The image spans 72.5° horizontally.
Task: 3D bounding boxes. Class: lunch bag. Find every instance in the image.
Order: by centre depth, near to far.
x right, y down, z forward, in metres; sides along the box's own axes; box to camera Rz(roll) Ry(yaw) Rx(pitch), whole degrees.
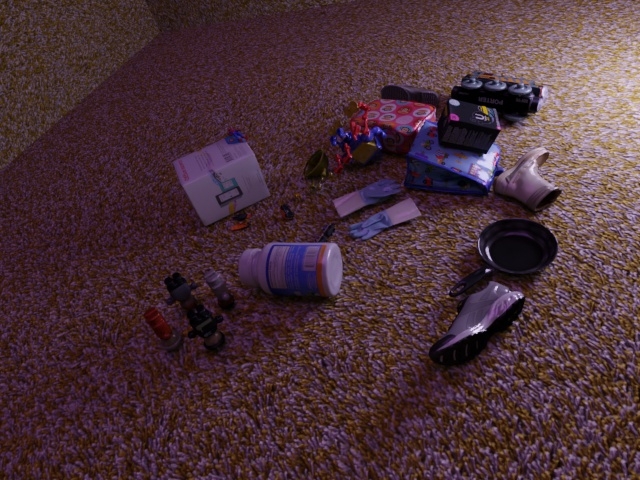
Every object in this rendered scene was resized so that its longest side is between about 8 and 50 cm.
[{"bbox_3d":[0.450,-0.262,1.433,0.293,0.138,0.221,16,50,19],"label":"lunch bag"},{"bbox_3d":[0.285,-0.453,1.666,0.293,0.120,0.258,22,56,35],"label":"lunch bag"}]

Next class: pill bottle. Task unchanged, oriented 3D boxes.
[{"bbox_3d":[-0.086,0.081,1.241,0.272,0.152,0.152,0,47,19],"label":"pill bottle"}]

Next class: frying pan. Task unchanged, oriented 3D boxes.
[{"bbox_3d":[0.490,0.063,1.138,0.197,0.053,0.326,17,56,32],"label":"frying pan"}]

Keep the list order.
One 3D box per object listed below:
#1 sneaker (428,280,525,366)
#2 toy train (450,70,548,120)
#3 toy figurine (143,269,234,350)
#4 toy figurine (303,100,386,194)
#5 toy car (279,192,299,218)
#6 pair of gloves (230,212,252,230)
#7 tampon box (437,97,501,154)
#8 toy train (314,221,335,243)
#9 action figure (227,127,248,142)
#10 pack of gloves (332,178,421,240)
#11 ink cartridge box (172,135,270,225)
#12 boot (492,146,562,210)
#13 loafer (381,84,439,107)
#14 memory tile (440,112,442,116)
[{"bbox_3d":[0.352,0.193,1.023,0.272,0.100,0.108,-32,45,-19],"label":"sneaker"},{"bbox_3d":[0.666,-0.547,1.629,0.334,0.142,0.190,22,47,34],"label":"toy train"},{"bbox_3d":[-0.356,0.199,1.229,0.213,0.148,0.209,-7,39,15],"label":"toy figurine"},{"bbox_3d":[0.125,-0.299,1.569,0.362,0.217,0.191,-45,47,38],"label":"toy figurine"},{"bbox_3d":[-0.102,-0.113,1.535,0.040,0.060,0.122,-40,3,44],"label":"toy car"},{"bbox_3d":[-0.282,-0.069,1.556,0.074,0.010,0.083,-10,44,9],"label":"pair of gloves"},{"bbox_3d":[0.467,-0.363,1.389,0.161,0.101,0.120,11,50,-4],"label":"tampon box"},{"bbox_3d":[0.000,0.000,1.383,0.036,0.027,0.158,7,49,39],"label":"toy train"},{"bbox_3d":[-0.307,-0.388,1.586,0.038,0.030,0.115,-40,46,-18],"label":"action figure"},{"bbox_3d":[0.180,-0.096,1.419,0.232,0.046,0.195,-23,55,0],"label":"pack of gloves"},{"bbox_3d":[-0.363,-0.226,1.603,0.270,0.197,0.198,-26,44,-9],"label":"ink cartridge box"},{"bbox_3d":[0.653,-0.184,1.309,0.213,0.077,0.165,-36,46,-10],"label":"boot"},{"bbox_3d":[0.374,-0.593,1.812,0.251,0.094,0.087,19,30,21],"label":"loafer"},{"bbox_3d":[0.515,-0.432,1.618,0.148,0.012,0.113,3,70,21],"label":"memory tile"}]
